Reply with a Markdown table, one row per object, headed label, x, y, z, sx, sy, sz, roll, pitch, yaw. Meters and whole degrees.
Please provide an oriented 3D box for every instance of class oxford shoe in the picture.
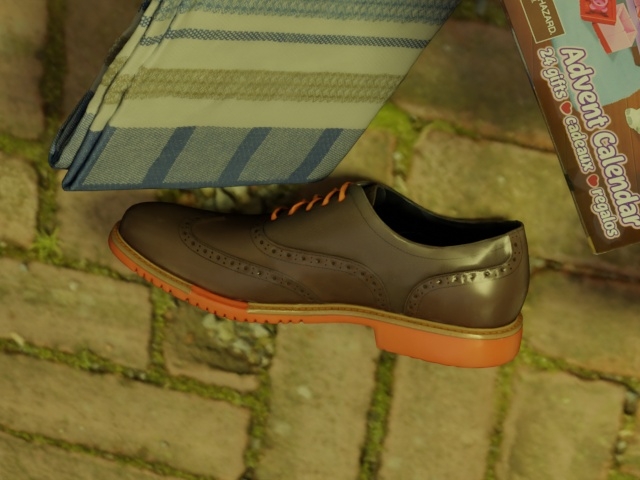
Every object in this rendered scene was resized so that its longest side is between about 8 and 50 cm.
| label | x | y | z | sx | sy | sz | roll | pitch | yaw |
| --- | --- | --- | --- | --- | --- | --- | --- | --- | --- |
| oxford shoe | 0.000 | 0.000 | 1.177 | 0.271 | 0.097 | 0.098 | 11 | 113 | 8 |

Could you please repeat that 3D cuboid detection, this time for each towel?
| label | x | y | z | sx | sy | sz | roll | pitch | yaw |
| --- | --- | --- | --- | --- | --- | --- | --- | --- | --- |
| towel | -0.016 | -0.128 | 1.045 | 0.285 | 0.209 | 0.034 | -54 | 51 | 40 |

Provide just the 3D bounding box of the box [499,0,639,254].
| label | x | y | z | sx | sy | sz | roll | pitch | yaw |
| --- | --- | --- | --- | --- | --- | --- | --- | --- | --- |
| box | 0.177 | -0.157 | 0.871 | 0.201 | 0.057 | 0.293 | -17 | 106 | 20 |
